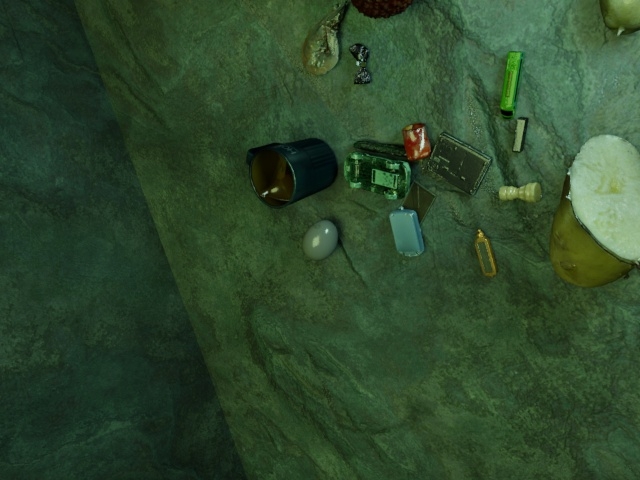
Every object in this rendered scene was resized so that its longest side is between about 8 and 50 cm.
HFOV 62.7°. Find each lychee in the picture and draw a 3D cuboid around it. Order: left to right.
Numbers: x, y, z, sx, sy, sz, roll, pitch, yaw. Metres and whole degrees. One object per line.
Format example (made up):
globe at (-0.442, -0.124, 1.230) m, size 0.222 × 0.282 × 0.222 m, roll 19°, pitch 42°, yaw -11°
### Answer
lychee at (0.199, -0.844, 1.668) m, size 0.265 × 0.300 × 0.264 m, roll 0°, pitch 95°, yaw -3°

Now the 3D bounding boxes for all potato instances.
potato at (0.774, -0.060, 1.539) m, size 0.296 × 0.290 × 0.396 m, roll 120°, pitch 136°, yaw -68°
potato at (0.791, -0.640, 1.320) m, size 0.174 × 0.159 × 0.251 m, roll 31°, pitch 114°, yaw 60°

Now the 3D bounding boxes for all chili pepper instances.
chili pepper at (0.350, -0.323, 1.876) m, size 0.086 × 0.084 × 0.192 m, roll -162°, pitch 57°, yaw -73°

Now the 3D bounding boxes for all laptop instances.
laptop at (0.477, -0.267, 1.828) m, size 0.207 × 0.026 × 0.153 m, roll 36°, pitch 129°, yaw 24°

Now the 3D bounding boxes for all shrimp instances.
shrimp at (0.028, -0.753, 1.980) m, size 0.164 × 0.062 × 0.317 m, roll 50°, pitch 137°, yaw 6°

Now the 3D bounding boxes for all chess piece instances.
chess piece at (0.649, -0.153, 1.712) m, size 0.122 × 0.066 × 0.066 m, roll 1°, pitch 109°, yaw 45°

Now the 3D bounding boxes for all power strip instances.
power strip at (0.587, 0.044, 1.868) m, size 0.049 × 0.028 × 0.178 m, roll -11°, pitch 101°, yaw 42°
power strip at (0.632, -0.334, 1.662) m, size 0.029 × 0.038 × 0.111 m, roll 17°, pitch 119°, yaw 33°

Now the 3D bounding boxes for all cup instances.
cup at (-0.124, -0.283, 2.148) m, size 0.308 × 0.292 × 0.242 m, roll 0°, pitch 108°, yaw 41°

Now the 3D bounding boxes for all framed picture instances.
framed picture at (0.365, -0.140, 1.989) m, size 0.109 × 0.011 × 0.149 m, roll 39°, pitch 128°, yaw 21°

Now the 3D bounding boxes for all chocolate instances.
chocolate at (0.146, -0.646, 1.922) m, size 0.072 × 0.070 × 0.147 m, roll -7°, pitch 106°, yaw 13°

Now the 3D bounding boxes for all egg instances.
egg at (0.000, 0.000, 2.263) m, size 0.146 × 0.146 × 0.198 m, roll 42°, pitch 122°, yaw 18°

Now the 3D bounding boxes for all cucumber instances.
cucumber at (0.228, -0.350, 1.993) m, size 0.257 × 0.043 × 0.043 m, roll 17°, pitch 113°, yaw 35°

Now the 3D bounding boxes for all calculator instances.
calculator at (0.333, -0.033, 2.034) m, size 0.121 × 0.039 × 0.210 m, roll -2°, pitch 111°, yaw 43°

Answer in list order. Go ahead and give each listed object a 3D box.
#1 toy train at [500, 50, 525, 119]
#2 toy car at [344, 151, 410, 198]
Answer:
toy train at (0.591, -0.476, 1.632) m, size 0.044 × 0.042 × 0.209 m, roll 18°, pitch 119°, yaw 35°
toy car at (0.225, -0.253, 1.982) m, size 0.306 × 0.125 × 0.136 m, roll 23°, pitch 121°, yaw 43°
